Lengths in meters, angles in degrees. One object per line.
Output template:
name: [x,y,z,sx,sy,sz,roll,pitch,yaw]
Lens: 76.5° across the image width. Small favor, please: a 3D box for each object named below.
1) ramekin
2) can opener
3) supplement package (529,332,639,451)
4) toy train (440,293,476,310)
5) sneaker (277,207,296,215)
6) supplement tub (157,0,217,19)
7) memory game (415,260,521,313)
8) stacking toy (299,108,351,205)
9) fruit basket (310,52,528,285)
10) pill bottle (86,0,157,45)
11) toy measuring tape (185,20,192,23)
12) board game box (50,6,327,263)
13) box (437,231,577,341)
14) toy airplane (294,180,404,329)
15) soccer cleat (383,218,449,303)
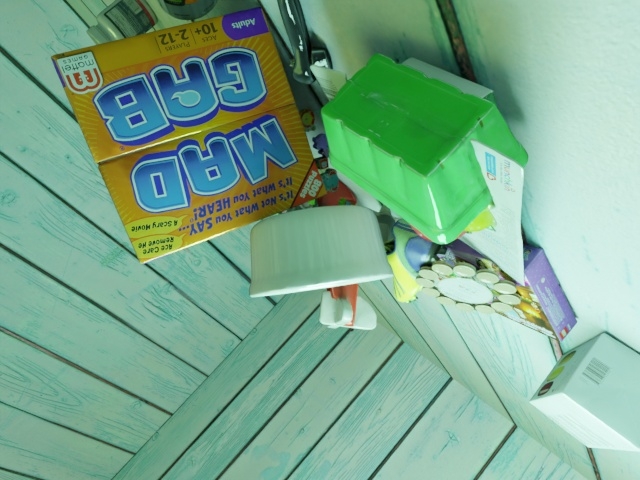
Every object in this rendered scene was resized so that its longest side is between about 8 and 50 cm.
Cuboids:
ramekin: [-0.006,0.025,0.786,0.277,0.277,0.135,125,137,-80]
can opener: [-0.033,-0.331,0.651,0.186,0.073,0.059,62,-161,-52]
supplement package: [0.517,0.292,0.767,0.134,0.139,0.244,37,168,26]
toy train: [0.377,0.159,1.111,0.036,0.027,0.158,36,174,-26]
sneaker: [0.000,0.000,1.497,0.483,0.185,0.202,50,172,-39]
supplement tub: [-0.242,-0.475,0.665,0.117,0.117,0.190,42,171,8]
memory game: [0.266,0.089,0.743,0.186,0.012,0.186,18,153,9]
stacking toy: [0.014,-0.166,0.884,0.167,0.052,0.221,31,135,52]
fruit basket: [0.165,-0.094,0.597,0.327,0.165,0.353,43,-174,36]
pill bottle: [-0.582,-0.630,1.187,0.108,0.180,0.108,43,170,9]
toy measuring tape: [-0.309,-0.442,1.060,0.330,0.121,0.121,50,169,-31]
board game box: [-0.252,-0.194,0.862,0.357,0.356,0.356,70,166,-8]
box: [0.330,0.068,0.815,0.201,0.057,0.293,50,168,-27]
toy airplane: [0.091,0.049,1.086,0.386,0.272,0.385,-127,30,-56]
soccer cleat: [0.181,0.044,0.853,0.121,0.093,0.289,30,157,16]
